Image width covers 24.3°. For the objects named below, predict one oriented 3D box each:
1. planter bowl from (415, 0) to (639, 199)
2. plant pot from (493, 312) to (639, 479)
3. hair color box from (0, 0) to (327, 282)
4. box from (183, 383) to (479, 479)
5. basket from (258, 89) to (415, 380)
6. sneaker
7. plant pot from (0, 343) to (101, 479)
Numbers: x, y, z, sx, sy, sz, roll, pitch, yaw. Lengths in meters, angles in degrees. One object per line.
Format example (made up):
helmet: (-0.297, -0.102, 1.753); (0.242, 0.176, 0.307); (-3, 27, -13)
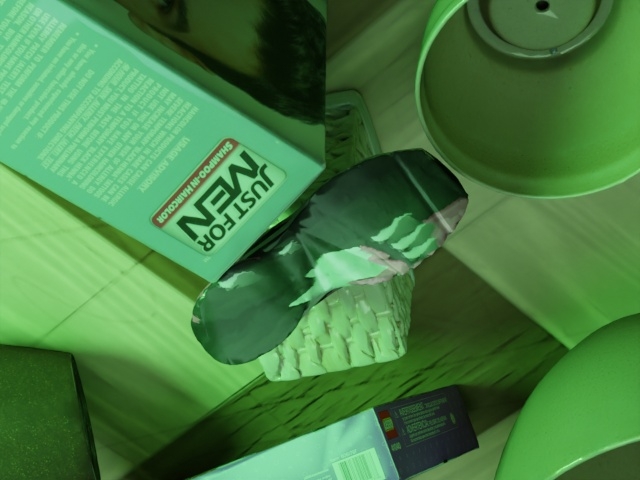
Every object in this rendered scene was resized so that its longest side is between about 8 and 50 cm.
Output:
planter bowl: (0.135, -0.120, 0.884); (0.162, 0.109, 0.162); (0, 129, 0)
plant pot: (0.252, 0.160, 1.062); (0.284, 0.191, 0.284); (1, 130, 1)
hair color box: (-0.174, -0.152, 0.814); (0.374, 0.185, 0.113); (32, 123, -23)
box: (-0.047, 0.187, 1.098); (0.293, 0.201, 0.057); (-24, 81, 19)
basket: (-0.006, 0.002, 0.991); (0.113, 0.103, 0.167); (-12, 128, 11)
sneaker: (0.000, 0.000, 0.884); (0.178, 0.077, 0.072); (-29, 101, 3)
plant pot: (-0.283, 0.158, 1.083); (0.230, 0.215, 0.215); (-12, 130, -8)
